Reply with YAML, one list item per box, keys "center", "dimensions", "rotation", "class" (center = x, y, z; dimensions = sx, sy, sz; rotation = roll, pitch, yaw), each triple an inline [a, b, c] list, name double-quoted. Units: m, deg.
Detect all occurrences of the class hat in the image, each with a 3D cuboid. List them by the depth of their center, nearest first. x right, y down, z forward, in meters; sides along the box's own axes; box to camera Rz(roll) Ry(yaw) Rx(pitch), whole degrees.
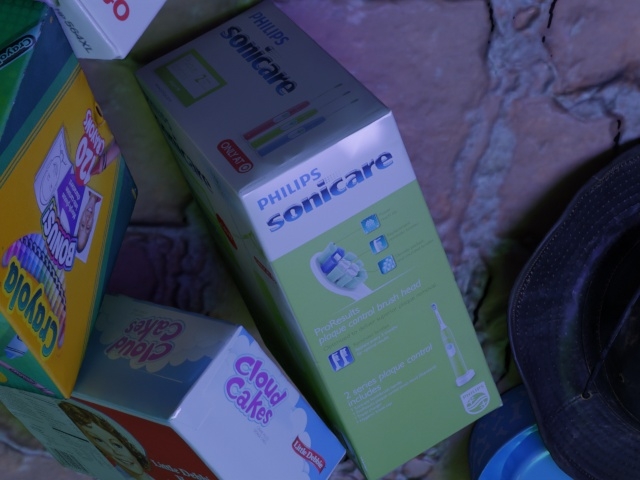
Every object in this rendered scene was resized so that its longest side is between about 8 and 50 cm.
- center: [0.318, 0.085, 1.474]
  dimensions: [0.331, 0.134, 0.331]
  rotation: [-7, 108, -21]
  class: "hat"

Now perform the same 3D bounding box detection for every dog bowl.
- center: [0.235, 0.236, 1.641]
  dimensions: [0.166, 0.074, 0.297]
  rotation: [-31, 126, 6]
  class: "dog bowl"

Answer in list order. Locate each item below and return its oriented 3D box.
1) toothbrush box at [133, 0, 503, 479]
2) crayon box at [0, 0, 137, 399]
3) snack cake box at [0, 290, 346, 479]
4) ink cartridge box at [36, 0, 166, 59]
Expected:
- center: [0.000, 0.000, 1.319]
  dimensions: [0.122, 0.206, 0.283]
  rotation: [-29, 128, -10]
  class: "toothbrush box"
- center: [-0.202, -0.021, 1.169]
  dimensions: [0.081, 0.165, 0.278]
  rotation: [12, 160, 11]
  class: "crayon box"
- center: [-0.129, 0.117, 1.341]
  dimensions: [0.089, 0.264, 0.152]
  rotation: [-53, 130, -23]
  class: "snack cake box"
- center: [-0.135, -0.233, 1.136]
  dimensions: [0.203, 0.086, 0.148]
  rotation: [-57, 131, -26]
  class: "ink cartridge box"
